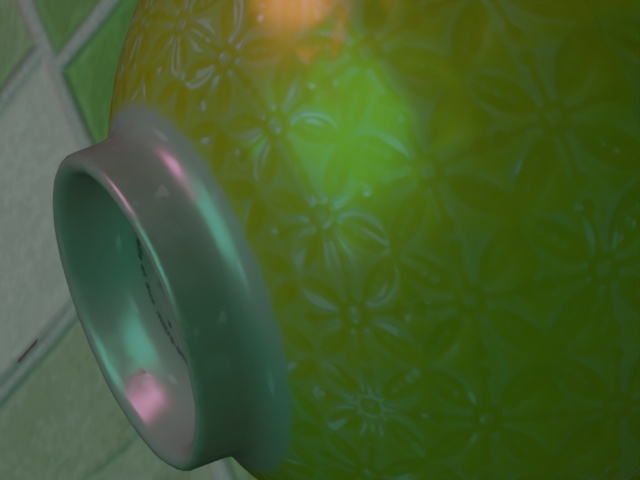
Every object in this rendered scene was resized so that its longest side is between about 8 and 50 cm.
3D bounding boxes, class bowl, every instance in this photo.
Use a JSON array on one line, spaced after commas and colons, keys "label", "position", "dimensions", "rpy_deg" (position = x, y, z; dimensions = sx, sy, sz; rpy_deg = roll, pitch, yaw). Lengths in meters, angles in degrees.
[{"label": "bowl", "position": [0.000, 0.000, 0.666], "dimensions": [0.289, 0.156, 0.289], "rpy_deg": [47, 149, 41]}]
